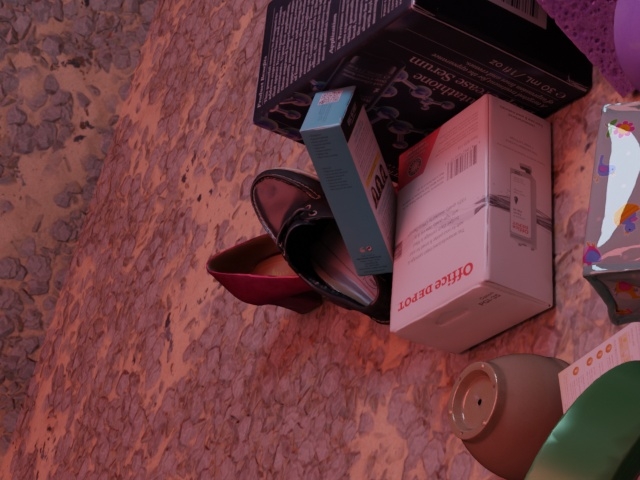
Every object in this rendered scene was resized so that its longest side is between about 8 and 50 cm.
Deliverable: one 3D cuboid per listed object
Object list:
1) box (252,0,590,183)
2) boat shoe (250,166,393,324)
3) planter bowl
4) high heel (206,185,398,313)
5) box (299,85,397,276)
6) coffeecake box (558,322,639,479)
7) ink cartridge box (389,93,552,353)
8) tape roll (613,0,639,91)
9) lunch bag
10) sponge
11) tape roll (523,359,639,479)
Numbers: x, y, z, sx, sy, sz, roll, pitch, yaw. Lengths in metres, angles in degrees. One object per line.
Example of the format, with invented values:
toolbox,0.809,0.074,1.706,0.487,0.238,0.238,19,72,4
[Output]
box,0.134,-0.270,2.077,0.395,0.293,0.212,-29,47,52
boat shoe,-0.002,0.004,2.176,0.340,0.113,0.127,47,113,26
planter bowl,0.222,0.206,1.805,0.162,0.109,0.162,-40,40,45
high heel,-0.012,0.006,2.278,0.377,0.181,0.127,-42,38,42
box,0.049,-0.077,2.022,0.060,0.244,0.100,-9,33,22
coffeecake box,0.351,0.171,1.637,0.185,0.068,0.142,-43,36,41
ink cartridge box,0.198,-0.017,1.984,0.207,0.117,0.283,-34,44,49
tape roll,0.422,-0.237,1.650,0.080,0.189,0.189,22,91,62
lunch bag,0.417,-0.035,1.541,0.262,0.160,0.223,-4,58,31
sponge,0.342,-0.281,1.820,0.117,0.210,0.031,-36,9,48
tape roll,0.281,0.275,1.428,0.077,0.321,0.321,21,91,35
